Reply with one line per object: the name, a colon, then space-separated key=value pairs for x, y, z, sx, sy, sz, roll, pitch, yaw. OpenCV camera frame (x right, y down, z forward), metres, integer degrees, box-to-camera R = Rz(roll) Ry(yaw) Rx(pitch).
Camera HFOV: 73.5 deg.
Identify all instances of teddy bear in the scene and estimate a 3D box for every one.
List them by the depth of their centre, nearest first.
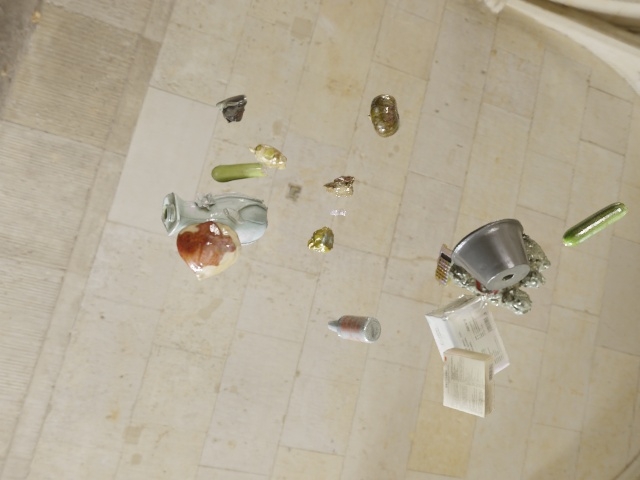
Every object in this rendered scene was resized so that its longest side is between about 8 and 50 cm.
teddy bear: x=0.790 y=0.107 z=1.838 sx=0.367 sy=0.358 sz=0.224 roll=-56 pitch=145 yaw=-7

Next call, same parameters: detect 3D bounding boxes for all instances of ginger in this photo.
ginger: x=-0.279 y=-0.453 z=2.291 sx=0.157 sy=0.216 sz=0.102 roll=170 pitch=-55 yaw=-82

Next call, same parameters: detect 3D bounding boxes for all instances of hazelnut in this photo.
hazelnut: x=-0.466 y=0.046 z=1.765 sx=0.261 sy=0.262 sz=0.240 roll=129 pitch=-38 yaw=-63

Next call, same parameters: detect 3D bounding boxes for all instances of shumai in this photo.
shumai: x=0.078 y=-0.242 z=1.884 sx=0.139 sy=0.123 sz=0.104 roll=-22 pitch=-122 yaw=40

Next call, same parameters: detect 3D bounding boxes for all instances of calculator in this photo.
calculator: x=0.697 y=0.144 z=2.388 sx=0.157 sy=0.033 sz=0.236 roll=-131 pitch=-131 yaw=-64

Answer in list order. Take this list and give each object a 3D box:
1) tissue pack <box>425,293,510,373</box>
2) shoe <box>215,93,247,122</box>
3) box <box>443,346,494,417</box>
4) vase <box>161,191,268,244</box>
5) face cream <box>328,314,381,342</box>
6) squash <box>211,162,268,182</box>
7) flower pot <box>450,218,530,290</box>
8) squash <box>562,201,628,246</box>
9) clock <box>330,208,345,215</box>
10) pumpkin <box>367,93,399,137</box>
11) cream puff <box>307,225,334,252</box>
tissue pack: x=0.684 y=0.454 z=2.001 sx=0.355 sy=0.266 sz=0.194 roll=69 pitch=-19 yaw=-2
shoe: x=-0.388 y=-0.594 z=1.951 sx=0.228 sy=0.099 sz=0.112 roll=18 pitch=-45 yaw=50
box: x=0.554 y=0.526 z=1.610 sx=0.168 sy=0.095 sz=0.211 roll=2 pitch=-86 yaw=41
vase: x=-0.470 y=-0.103 z=1.908 sx=0.250 sy=0.446 sz=0.249 roll=-5 pitch=-96 yaw=51
face cream: x=0.120 y=0.351 z=1.732 sx=0.252 sy=0.101 sz=0.101 roll=-6 pitch=-113 yaw=49
squash: x=-0.360 y=-0.304 z=1.896 sx=0.083 sy=0.251 sz=0.083 roll=-7 pitch=90 yaw=-87
flower pot: x=0.609 y=0.066 z=1.482 sx=0.268 sy=0.269 sz=0.166 roll=-62 pitch=-140 yaw=47
squash: x=0.945 y=-0.054 z=1.485 sx=0.229 sy=0.066 sz=0.066 roll=-33 pitch=-158 yaw=8
clock: x=0.107 y=-0.168 z=2.577 sx=0.129 sy=0.087 sz=0.041 roll=-21 pitch=109 yaw=-80
pumpkin: x=0.316 y=-0.630 z=2.176 sx=0.219 sy=0.163 sz=0.218 roll=-3 pitch=90 yaw=-71
cream puff: x=0.000 y=0.000 z=2.228 sx=0.146 sy=0.117 sz=0.146 roll=-4 pitch=90 yaw=-66
